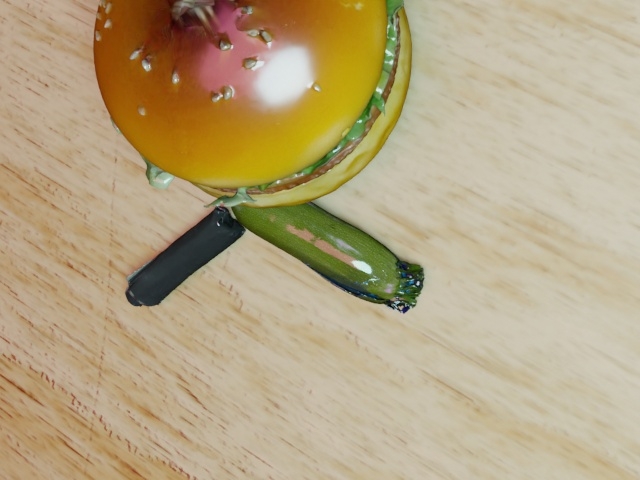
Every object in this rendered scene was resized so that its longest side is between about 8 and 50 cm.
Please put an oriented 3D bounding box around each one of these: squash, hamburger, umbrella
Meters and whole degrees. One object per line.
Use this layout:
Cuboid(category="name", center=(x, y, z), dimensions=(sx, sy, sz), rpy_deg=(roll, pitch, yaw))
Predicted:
Cuboid(category="squash", center=(0.000, 0.000, 0.728), dimensions=(0.183, 0.052, 0.052), rpy_deg=(33, 109, 15))
Cuboid(category="hamburger", center=(-0.060, -0.141, 0.649), dimensions=(0.246, 0.170, 0.246), rpy_deg=(-2, 82, 18))
Cuboid(category="umbrella", center=(-0.121, 0.018, 0.793), dimensions=(0.133, 0.031, 0.036), rpy_deg=(-36, 80, 25))
